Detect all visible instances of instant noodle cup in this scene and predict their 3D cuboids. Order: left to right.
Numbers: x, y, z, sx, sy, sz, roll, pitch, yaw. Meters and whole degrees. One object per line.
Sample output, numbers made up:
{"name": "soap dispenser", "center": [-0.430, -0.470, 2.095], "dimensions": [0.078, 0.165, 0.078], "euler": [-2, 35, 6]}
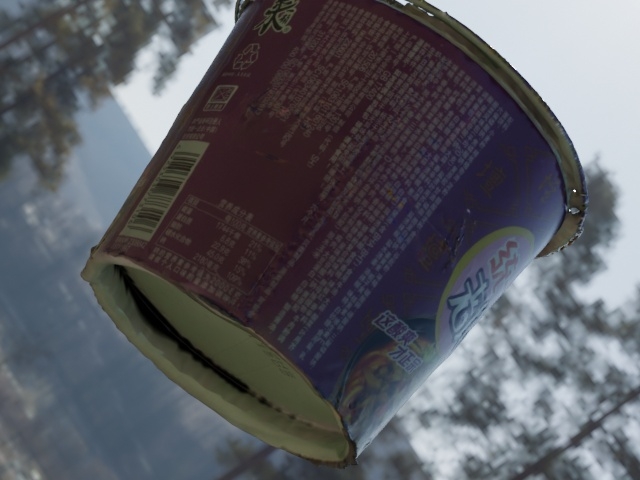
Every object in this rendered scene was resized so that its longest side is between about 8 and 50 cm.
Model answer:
{"name": "instant noodle cup", "center": [0.000, 0.000, 1.115], "dimensions": [0.340, 0.266, 0.340], "euler": [30, -21, 13]}
